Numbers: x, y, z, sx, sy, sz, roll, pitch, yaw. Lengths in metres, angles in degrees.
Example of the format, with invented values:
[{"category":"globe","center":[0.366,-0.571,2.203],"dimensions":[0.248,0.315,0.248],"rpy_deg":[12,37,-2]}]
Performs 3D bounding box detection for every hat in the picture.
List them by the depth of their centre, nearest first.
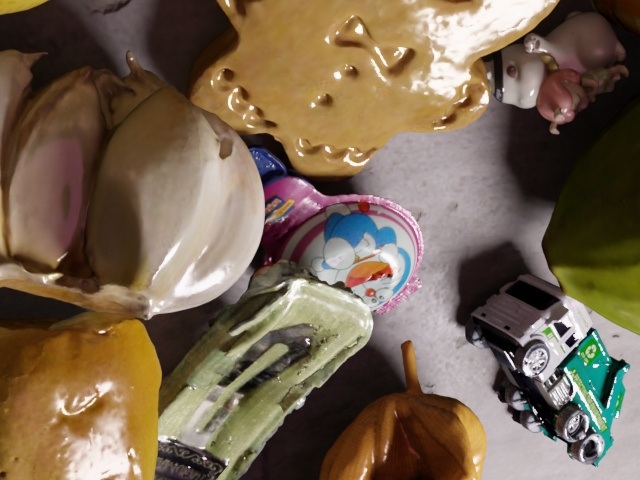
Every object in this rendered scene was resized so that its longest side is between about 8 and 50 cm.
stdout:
[{"category":"hat","center":[0.075,0.214,1.090],"dimensions":[0.244,0.233,0.233],"rpy_deg":[2,97,9]}]

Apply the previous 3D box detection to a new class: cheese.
[{"category":"cheese","center":[0.000,0.000,0.990],"dimensions":[0.155,0.062,0.244],"rpy_deg":[-39,126,20]}]

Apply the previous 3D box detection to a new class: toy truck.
[{"category":"toy truck","center":[0.251,0.131,1.143],"dimensions":[0.116,0.110,0.216],"rpy_deg":[-42,122,-13]}]

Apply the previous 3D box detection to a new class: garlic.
[{"category":"garlic","center":[-0.181,-0.049,0.851],"dimensions":[0.281,0.185,0.203],"rpy_deg":[10,88,-4]}]

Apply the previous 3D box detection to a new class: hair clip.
[{"category":"hair clip","center":[-0.080,0.127,1.003],"dimensions":[0.138,0.091,0.321],"rpy_deg":[23,124,-29]}]

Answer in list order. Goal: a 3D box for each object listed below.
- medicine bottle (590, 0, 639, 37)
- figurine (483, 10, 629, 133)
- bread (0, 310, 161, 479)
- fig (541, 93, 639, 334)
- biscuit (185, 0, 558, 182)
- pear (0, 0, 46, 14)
[{"category":"medicine bottle","center":[0.329,-0.211,0.954],"dimensions":[0.096,0.192,0.096],"rpy_deg":[-9,118,-19]},{"category":"figurine","center":[0.203,-0.151,0.989],"dimensions":[0.146,0.098,0.081],"rpy_deg":[-26,133,-10]},{"category":"bread","center":[-0.234,0.227,0.924],"dimensions":[0.195,0.149,0.344],"rpy_deg":[-1,98,-27]},{"category":"fig","center":[0.367,-0.019,1.018],"dimensions":[0.316,0.316,0.316],"rpy_deg":[-9,117,-18]},{"category":"biscuit","center":[0.051,-0.181,0.861],"dimensions":[0.275,0.052,0.355],"rpy_deg":[29,128,-31]},{"category":"pear","center":[-0.259,-0.283,0.639],"dimensions":[0.314,0.314,0.314],"rpy_deg":[-9,117,-18]}]
